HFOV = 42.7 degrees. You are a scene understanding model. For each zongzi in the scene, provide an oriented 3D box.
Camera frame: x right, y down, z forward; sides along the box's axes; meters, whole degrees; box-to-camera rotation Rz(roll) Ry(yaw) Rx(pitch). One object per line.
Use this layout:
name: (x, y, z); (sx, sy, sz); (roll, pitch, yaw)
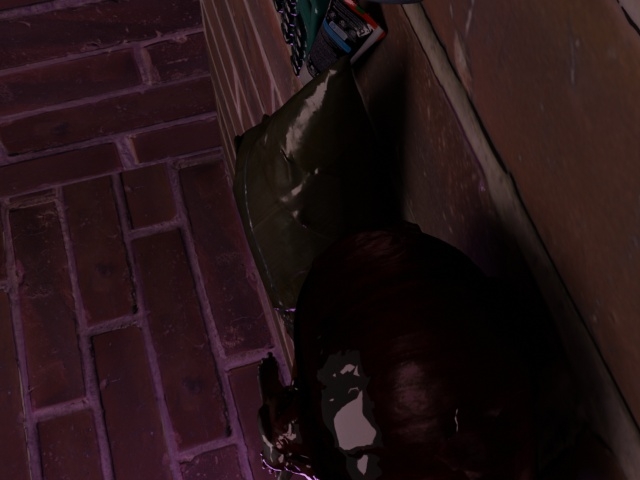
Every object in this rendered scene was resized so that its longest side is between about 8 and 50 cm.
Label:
zongzi: (0.023, -0.001, 0.956); (0.393, 0.174, 0.356); (167, 84, -75)

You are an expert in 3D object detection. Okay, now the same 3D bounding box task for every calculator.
calculator: (-0.027, -0.341, 1.049); (0.274, 0.058, 0.248); (114, 142, -77)

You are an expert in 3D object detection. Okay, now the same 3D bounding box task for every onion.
onion: (0.062, 0.136, 0.670); (0.314, 0.232, 0.314); (167, 90, -82)

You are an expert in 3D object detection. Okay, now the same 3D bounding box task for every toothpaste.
toothpaste: (0.021, -0.218, 0.922); (0.071, 0.045, 0.193); (44, 162, -2)

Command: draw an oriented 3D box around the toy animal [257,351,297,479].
toy animal: (-0.055, 0.303, 1.574); (0.284, 0.225, 0.302); (-95, 27, -64)

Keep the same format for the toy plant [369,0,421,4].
toy plant: (0.013, -0.281, 0.385); (0.247, 0.247, 0.332); (-138, 31, -75)
